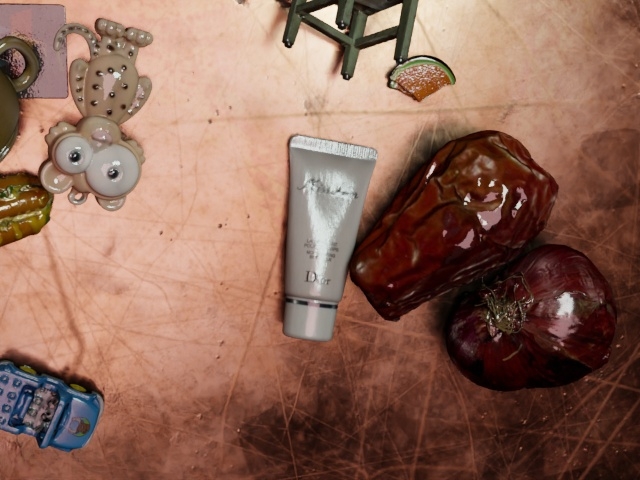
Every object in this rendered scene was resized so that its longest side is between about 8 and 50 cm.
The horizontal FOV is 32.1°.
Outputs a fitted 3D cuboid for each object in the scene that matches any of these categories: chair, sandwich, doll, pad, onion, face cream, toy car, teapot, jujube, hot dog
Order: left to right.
[{"bbox_3d":[-0.518,-0.030,1.622,0.269,0.072,0.115,-23,102,-26],"label":"hot dog"},{"bbox_3d":[-0.503,-0.177,1.580,0.185,0.175,0.268,38,78,28],"label":"teapot"},{"bbox_3d":[-0.481,-0.279,1.641,0.211,0.003,0.143,-2,102,-10],"label":"pad"},{"bbox_3d":[-0.430,0.261,1.707,0.191,0.100,0.097,23,93,-17],"label":"toy car"},{"bbox_3d":[-0.325,-0.184,1.630,0.154,0.119,0.278,4,99,-23],"label":"doll"},{"bbox_3d":[0.000,0.000,1.746,0.143,0.089,0.314,8,89,-11],"label":"face cream"},{"bbox_3d":[0.061,-0.391,1.632,0.136,0.147,0.270,22,72,-35],"label":"chair"},{"bbox_3d":[0.155,-0.256,1.743,0.101,0.026,0.069,-27,108,0],"label":"sandwich"},{"bbox_3d":[0.194,-0.019,1.710,0.342,0.216,0.216,-43,105,9],"label":"jujube"},{"bbox_3d":[0.332,0.136,1.758,0.281,0.281,0.221,-21,61,-5],"label":"onion"}]
